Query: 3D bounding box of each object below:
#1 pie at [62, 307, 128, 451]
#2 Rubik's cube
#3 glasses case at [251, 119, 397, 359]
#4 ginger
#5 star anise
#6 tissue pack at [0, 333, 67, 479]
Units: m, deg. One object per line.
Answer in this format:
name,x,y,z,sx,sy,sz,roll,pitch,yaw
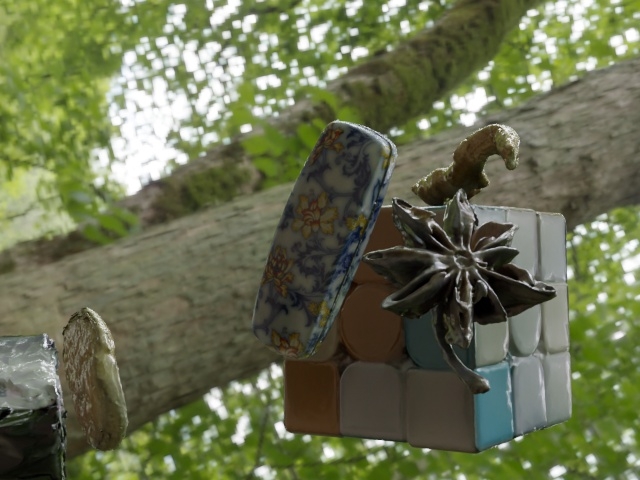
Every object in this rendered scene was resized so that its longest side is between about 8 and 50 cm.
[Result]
pie,-0.327,0.190,1.366,0.218,0.052,0.185,52,-37,46
Rubik's cube,0.170,0.125,1.491,0.344,0.347,0.346,-2,-94,37
glasses case,0.000,0.000,0.971,0.087,0.065,0.247,27,-78,25
ginger,0.214,-0.098,1.377,0.288,0.089,0.075,-35,-148,64
star anise,0.146,0.050,1.029,0.209,0.231,0.089,21,-29,7
tissue pack,-0.353,0.229,0.848,0.123,0.245,0.332,-112,-153,-43
